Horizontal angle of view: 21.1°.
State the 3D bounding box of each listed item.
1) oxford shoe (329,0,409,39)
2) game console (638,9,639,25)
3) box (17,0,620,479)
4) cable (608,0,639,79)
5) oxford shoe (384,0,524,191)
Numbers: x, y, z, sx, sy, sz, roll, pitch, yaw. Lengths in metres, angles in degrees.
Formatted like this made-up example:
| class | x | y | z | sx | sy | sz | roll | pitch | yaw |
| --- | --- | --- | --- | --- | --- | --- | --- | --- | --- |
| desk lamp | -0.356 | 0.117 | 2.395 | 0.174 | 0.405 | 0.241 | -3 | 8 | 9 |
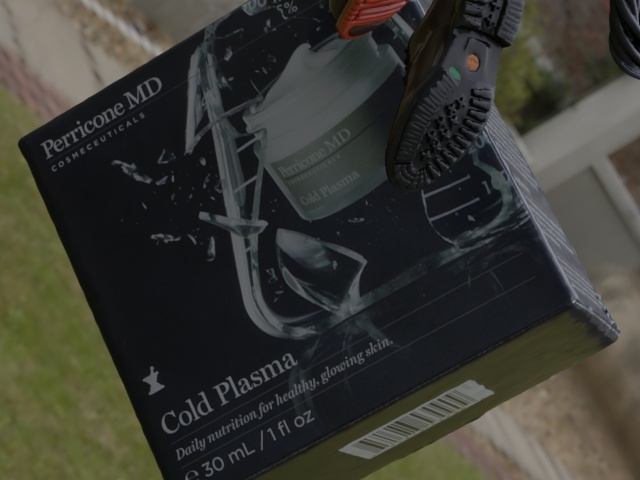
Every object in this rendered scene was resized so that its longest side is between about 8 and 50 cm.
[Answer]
| class | x | y | z | sx | sy | sz | roll | pitch | yaw |
| --- | --- | --- | --- | --- | --- | --- | --- | --- | --- |
| oxford shoe | 0.059 | -0.279 | 1.302 | 0.098 | 0.271 | 0.097 | 40 | 34 | 23 |
| game console | 0.433 | -0.405 | 1.751 | 0.060 | 0.342 | 0.387 | -118 | -173 | -71 |
| box | 0.000 | 0.000 | 1.920 | 0.472 | 0.480 | 0.297 | 64 | 12 | 19 |
| cable | 0.249 | -0.204 | 1.279 | 0.150 | 0.047 | 0.184 | 59 | 41 | -55 |
| oxford shoe | 0.115 | -0.151 | 1.627 | 0.082 | 0.227 | 0.096 | 29 | -8 | -29 |
